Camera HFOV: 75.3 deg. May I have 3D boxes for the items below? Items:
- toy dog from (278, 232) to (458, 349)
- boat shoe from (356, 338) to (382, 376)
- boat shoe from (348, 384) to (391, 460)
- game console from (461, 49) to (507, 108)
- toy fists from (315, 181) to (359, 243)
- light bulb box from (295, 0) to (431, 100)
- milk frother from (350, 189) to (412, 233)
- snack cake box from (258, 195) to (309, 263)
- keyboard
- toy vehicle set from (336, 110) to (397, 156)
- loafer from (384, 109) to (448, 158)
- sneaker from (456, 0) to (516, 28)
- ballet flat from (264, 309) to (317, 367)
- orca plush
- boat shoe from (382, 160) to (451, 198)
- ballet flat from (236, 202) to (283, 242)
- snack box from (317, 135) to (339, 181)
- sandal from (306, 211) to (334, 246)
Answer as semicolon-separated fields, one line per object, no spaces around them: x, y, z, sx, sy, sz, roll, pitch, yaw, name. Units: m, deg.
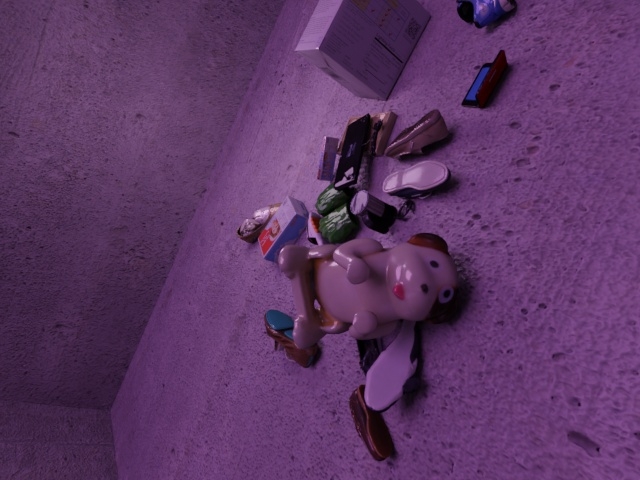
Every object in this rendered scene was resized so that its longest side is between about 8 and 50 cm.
0.157;0.129;1.100;0.408;0.395;0.284;-11;80;36;toy dog
0.142;0.341;1.177;0.080;0.076;0.228;-38;43;37;boat shoe
0.128;0.495;1.114;0.073;0.073;0.207;-53;28;23;boat shoe
0.466;-0.468;1.203;0.085;0.124;0.144;32;99;30;game console
0.058;-0.105;1.554;0.142;0.096;0.279;-32;44;24;toy fists
0.160;-0.791;1.579;0.361;0.358;0.225;-61;35;7;light bulb box
0.196;-0.107;1.318;0.143;0.135;0.129;-51;37;23;milk frother
-0.164;-0.046;1.835;0.264;0.089;0.152;-52;38;22;snack cake box
0.147;-0.340;1.534;0.202;0.033;0.317;-16;53;48;keyboard
0.173;-0.411;1.624;0.267;0.035;0.166;18;85;57;toy vehicle set
0.304;-0.317;1.332;0.102;0.092;0.268;-49;11;-23;loafer
0.490;-0.801;1.327;0.147;0.130;0.330;-35;45;36;sneaker
-0.121;0.368;1.530;0.342;0.116;0.124;20;107;53;ballet flat
0.189;0.327;1.101;0.102;0.151;0.287;84;-163;-52;orca plush
0.299;-0.174;1.264;0.254;0.079;0.095;-13;63;54;boat shoe
-0.301;-0.092;2.033;0.348;0.123;0.123;-33;46;41;ballet flat
0.031;-0.334;1.706;0.022;0.064;0.178;29;114;54;snack box
-0.008;-0.003;1.576;0.076;0.102;0.265;-44;41;27;sandal
